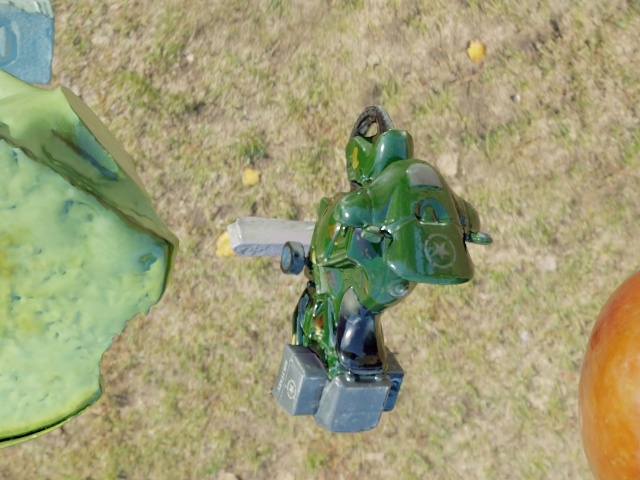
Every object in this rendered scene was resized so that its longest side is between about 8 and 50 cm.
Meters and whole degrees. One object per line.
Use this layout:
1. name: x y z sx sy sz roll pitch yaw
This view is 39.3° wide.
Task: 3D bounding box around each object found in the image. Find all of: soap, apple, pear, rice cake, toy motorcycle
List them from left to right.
1. soap: -0.389 -0.218 0.949 0.198 0.063 0.114 -9 143 -24
2. pear: -0.252 0.008 0.737 0.176 0.282 0.286 30 101 -29
3. rice cake: 0.000 0.000 1.746 0.365 0.072 0.056 3 141 -10
4. toy motorcycle: 0.040 0.039 0.727 0.125 0.187 0.274 3 114 -25
5. apple: 0.289 0.118 0.623 0.218 0.218 0.201 -9 118 6

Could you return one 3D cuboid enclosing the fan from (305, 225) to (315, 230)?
1. fan: 0.020 -0.025 1.500 0.133 0.005 0.085 -4 86 44
